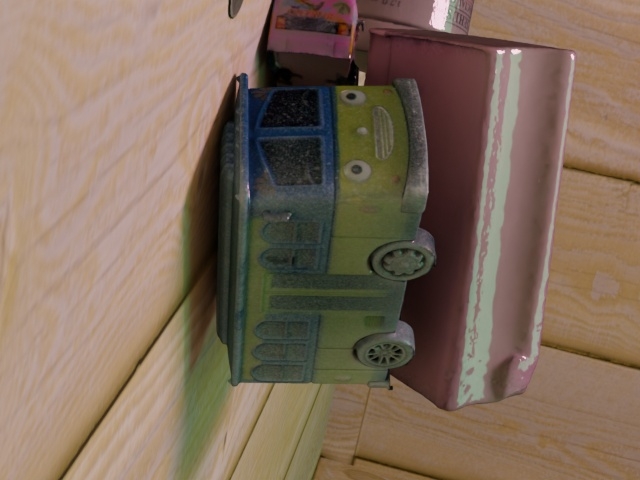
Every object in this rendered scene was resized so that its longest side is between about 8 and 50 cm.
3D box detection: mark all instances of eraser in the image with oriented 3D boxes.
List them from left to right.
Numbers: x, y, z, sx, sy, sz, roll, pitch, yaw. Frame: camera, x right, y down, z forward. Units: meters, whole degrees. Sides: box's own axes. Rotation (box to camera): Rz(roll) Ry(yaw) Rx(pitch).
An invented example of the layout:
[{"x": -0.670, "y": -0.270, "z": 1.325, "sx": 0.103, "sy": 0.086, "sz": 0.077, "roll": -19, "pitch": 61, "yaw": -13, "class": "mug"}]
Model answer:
[{"x": 0.132, "y": -0.033, "z": 1.404, "sx": 0.272, "sy": 0.122, "sz": 0.359, "roll": 24, "pitch": -67, "yaw": 62, "class": "eraser"}]

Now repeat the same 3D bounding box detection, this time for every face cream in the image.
[{"x": 0.092, "y": -0.278, "z": 1.592, "sx": 0.177, "sy": 0.177, "sz": 0.152, "roll": 11, "pitch": 91, "yaw": -85, "class": "face cream"}]

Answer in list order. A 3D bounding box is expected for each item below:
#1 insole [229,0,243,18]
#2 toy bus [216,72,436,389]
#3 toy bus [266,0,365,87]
[{"x": -0.051, "y": -0.277, "z": 1.033, "sx": 0.080, "sy": 0.003, "sz": 0.232, "roll": -68, "pitch": 170, "yaw": -57, "class": "insole"}, {"x": 0.000, "y": 0.000, "z": 1.244, "sx": 0.312, "sy": 0.190, "sz": 0.152, "roll": 97, "pitch": -7, "yaw": -52, "class": "toy bus"}, {"x": -0.002, "y": -0.171, "z": 1.375, "sx": 0.274, "sy": 0.090, "sz": 0.112, "roll": 90, "pitch": 6, "yaw": -73, "class": "toy bus"}]
